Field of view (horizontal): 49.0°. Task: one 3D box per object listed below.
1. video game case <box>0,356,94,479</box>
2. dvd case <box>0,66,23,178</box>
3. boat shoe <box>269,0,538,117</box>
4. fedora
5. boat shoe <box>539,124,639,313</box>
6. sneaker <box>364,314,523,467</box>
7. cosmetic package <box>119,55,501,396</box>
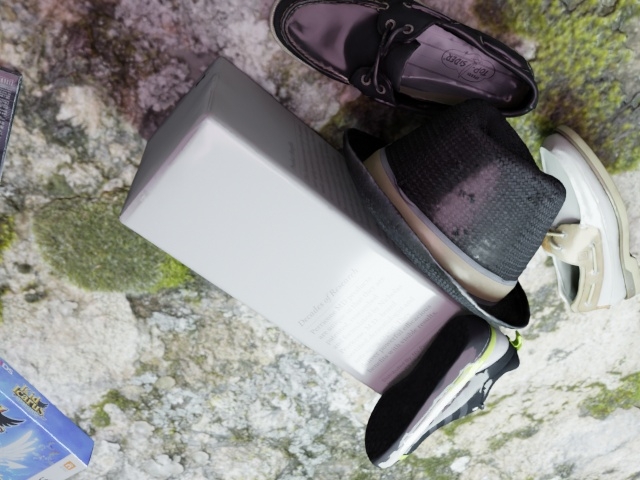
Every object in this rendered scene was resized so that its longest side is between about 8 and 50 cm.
[{"bbox_3d":[-0.538,0.307,1.089,0.244,0.061,0.269,-31,117,10],"label":"video game case"},{"bbox_3d":[-0.478,-0.133,0.875,0.164,0.018,0.221,17,115,-15],"label":"dvd case"},{"bbox_3d":[0.106,-0.213,0.829,0.340,0.113,0.127,19,115,-15],"label":"boat shoe"},{"bbox_3d":[0.180,-0.055,0.802,0.334,0.334,0.152,39,112,-23],"label":"fedora"},{"bbox_3d":[0.353,-0.013,0.964,0.103,0.113,0.302,-29,118,5],"label":"boat shoe"},{"bbox_3d":[0.146,0.190,0.814,0.097,0.084,0.235,29,113,-21],"label":"sneaker"},{"bbox_3d":[0.000,0.000,0.873,0.453,0.230,0.161,37,110,-22],"label":"cosmetic package"}]
